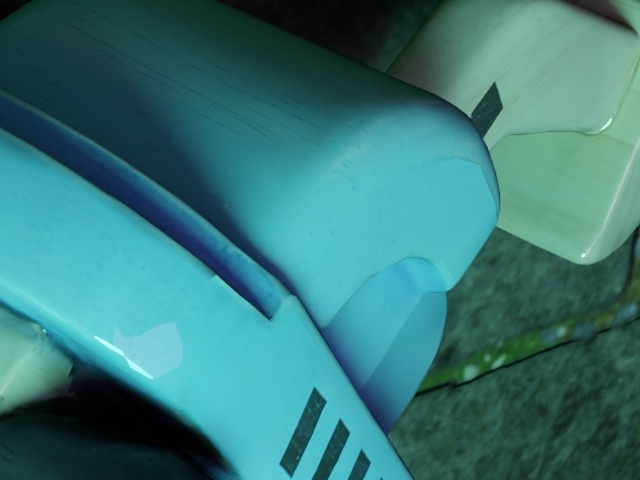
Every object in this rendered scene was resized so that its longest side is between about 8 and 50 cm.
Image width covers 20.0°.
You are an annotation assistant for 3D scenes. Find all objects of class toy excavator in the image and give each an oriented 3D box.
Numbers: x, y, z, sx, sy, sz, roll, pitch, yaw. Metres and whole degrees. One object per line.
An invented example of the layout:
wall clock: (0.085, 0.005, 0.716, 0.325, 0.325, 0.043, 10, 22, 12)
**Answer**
toy excavator: (0.000, 0.000, 0.705, 0.445, 0.222, 0.433, -55, 151, -13)
